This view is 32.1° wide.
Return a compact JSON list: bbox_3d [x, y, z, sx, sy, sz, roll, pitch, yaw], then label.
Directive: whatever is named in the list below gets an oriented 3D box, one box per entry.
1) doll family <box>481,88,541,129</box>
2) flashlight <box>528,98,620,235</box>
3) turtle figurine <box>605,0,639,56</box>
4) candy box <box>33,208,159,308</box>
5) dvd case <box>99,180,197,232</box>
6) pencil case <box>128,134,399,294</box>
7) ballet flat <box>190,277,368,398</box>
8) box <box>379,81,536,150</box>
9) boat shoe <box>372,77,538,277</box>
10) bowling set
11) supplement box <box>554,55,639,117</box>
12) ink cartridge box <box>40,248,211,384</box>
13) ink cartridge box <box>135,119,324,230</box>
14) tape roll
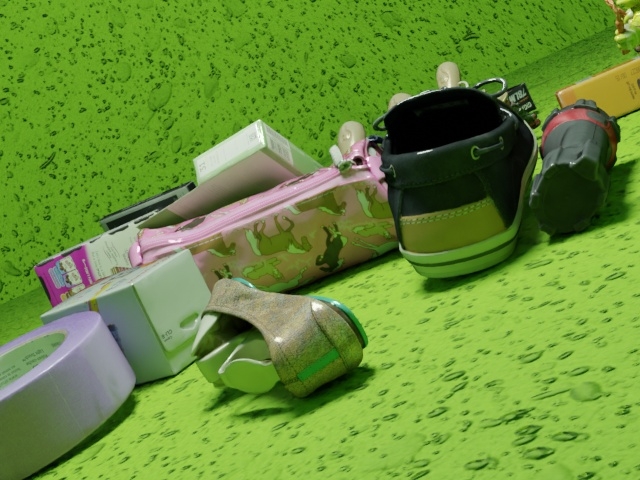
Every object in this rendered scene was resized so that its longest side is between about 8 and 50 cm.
[{"bbox_3d":[0.315,-0.209,1.980,0.076,0.111,0.193,-58,24,-1],"label":"doll family"},{"bbox_3d":[0.292,-0.084,1.288,0.103,0.103,0.304,-16,15,22],"label":"flashlight"},{"bbox_3d":[0.455,-0.266,1.517,0.087,0.217,0.269,-21,8,22],"label":"turtle figurine"},{"bbox_3d":[-0.358,0.064,1.948,0.233,0.159,0.071,-23,9,-1],"label":"candy box"},{"bbox_3d":[-0.277,0.005,2.019,0.239,0.179,0.029,-19,16,36],"label":"dvd case"},{"bbox_3d":[-0.065,-0.006,1.525,0.386,0.167,0.160,-23,12,12],"label":"pencil case"},{"bbox_3d":[-0.069,0.100,1.104,0.106,0.107,0.316,-42,13,-20],"label":"ballet flat"},{"bbox_3d":[0.249,-0.214,2.308,0.293,0.073,0.295,-30,9,-38],"label":"box"},{"bbox_3d":[0.165,-0.120,1.370,0.187,0.156,0.500,-14,19,15],"label":"boat shoe"},{"bbox_3d":[0.189,-0.162,1.964,0.287,0.200,0.154,-31,48,32],"label":"bowling set"},{"bbox_3d":[0.502,-0.251,1.793,0.233,0.078,0.080,-22,5,12],"label":"supplement box"},{"bbox_3d":[-0.236,0.107,1.423,0.176,0.127,0.128,-18,11,34],"label":"ink cartridge box"},{"bbox_3d":[-0.128,-0.064,1.601,0.235,0.056,0.171,-28,-33,22],"label":"ink cartridge box"},{"bbox_3d":[-0.353,0.189,1.274,0.275,0.090,0.275,-26,12,6],"label":"tape roll"}]
